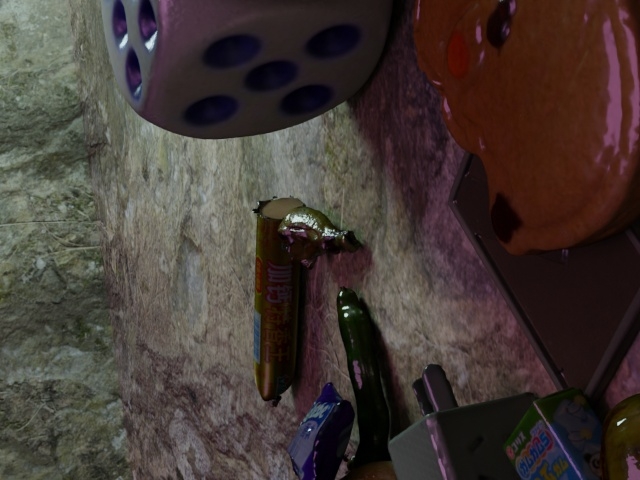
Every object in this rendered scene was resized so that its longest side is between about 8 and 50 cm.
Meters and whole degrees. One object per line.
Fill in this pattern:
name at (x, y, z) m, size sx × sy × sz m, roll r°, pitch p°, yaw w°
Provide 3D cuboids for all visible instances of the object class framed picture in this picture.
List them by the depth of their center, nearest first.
framed picture at (0.230, -0.010, 1.385) m, size 0.240 × 0.020 × 0.324 m, roll 104°, pitch 149°, yaw -45°

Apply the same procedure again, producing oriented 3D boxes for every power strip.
power strip at (0.167, 0.243, 1.489) m, size 0.139 × 0.140 × 0.224 m, roll 127°, pitch 131°, yaw -62°

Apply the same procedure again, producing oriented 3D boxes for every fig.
fig at (0.299, 0.202, 1.166) m, size 0.153 × 0.121 × 0.136 m, roll 56°, pitch 166°, yaw 35°

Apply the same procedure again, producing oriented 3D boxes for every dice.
dice at (-0.098, -0.315, 1.688) m, size 0.304 × 0.304 × 0.276 m, roll 124°, pitch 132°, yaw -61°

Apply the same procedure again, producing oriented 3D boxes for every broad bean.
broad bean at (0.055, 0.217, 1.873) m, size 0.144 × 0.049 × 0.291 m, roll -140°, pitch 44°, yaw -63°

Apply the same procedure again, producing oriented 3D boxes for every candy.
candy at (0.264, 0.252, 1.328) m, size 0.194 × 0.062 × 0.097 m, roll 60°, pitch 151°, yaw 28°
candy at (-0.001, 0.270, 1.826) m, size 0.275 × 0.070 × 0.145 m, roll 167°, pitch 126°, yaw -86°

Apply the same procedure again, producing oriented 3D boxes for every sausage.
sausage at (-0.070, 0.109, 2.102) m, size 0.082 × 0.082 × 0.371 m, roll -131°, pitch 37°, yaw -52°

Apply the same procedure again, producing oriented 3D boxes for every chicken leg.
chicken leg at (0.000, 0.000, 1.911) m, size 0.178 × 0.070 × 0.093 m, roll 7°, pitch 106°, yaw 57°

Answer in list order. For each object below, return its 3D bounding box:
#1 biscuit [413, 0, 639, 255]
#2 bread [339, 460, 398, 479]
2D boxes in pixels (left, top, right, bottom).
biscuit at (0.197, -0.211, 1.295) m, size 0.349 × 0.078 × 0.455 m, roll -59°, pitch 44°, yaw 49°
bread at (0.086, 0.433, 1.741) m, size 0.305 × 0.159 × 0.305 m, roll 169°, pitch 90°, yaw -68°
